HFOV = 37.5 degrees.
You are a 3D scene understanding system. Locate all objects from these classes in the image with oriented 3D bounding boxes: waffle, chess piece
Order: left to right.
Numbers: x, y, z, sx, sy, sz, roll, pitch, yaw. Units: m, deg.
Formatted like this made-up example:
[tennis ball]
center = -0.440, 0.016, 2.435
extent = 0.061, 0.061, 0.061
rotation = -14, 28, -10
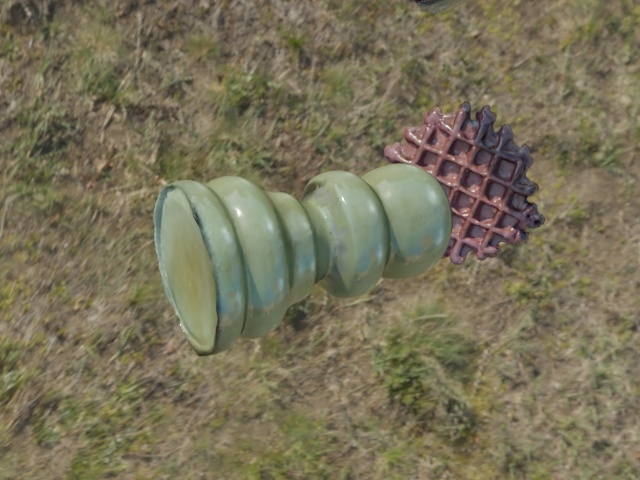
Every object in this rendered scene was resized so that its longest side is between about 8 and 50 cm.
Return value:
[chess piece]
center = 0.000, 0.000, 1.038
extent = 0.330, 0.182, 0.182
rotation = -12, 81, -27
[waffle]
center = 0.201, -0.081, 1.363
extent = 0.055, 0.221, 0.234
rotation = -28, 99, -66

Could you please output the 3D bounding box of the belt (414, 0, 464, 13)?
[belt]
center = 0.131, -0.416, 1.162
extent = 0.260, 0.122, 0.325
rotation = 69, 18, -7
